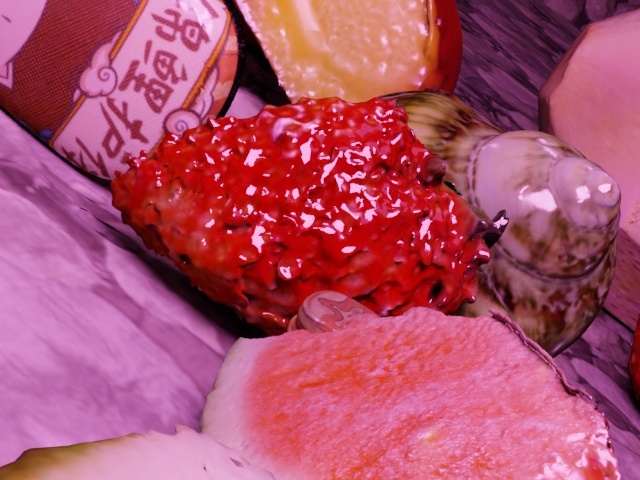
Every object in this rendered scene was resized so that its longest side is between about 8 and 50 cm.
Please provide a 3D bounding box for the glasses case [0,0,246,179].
[{"bbox_3d":[-0.176,-0.162,0.812,0.321,0.122,0.082,41,16,11],"label":"glasses case"}]

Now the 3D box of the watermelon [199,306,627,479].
[{"bbox_3d":[0.044,0.123,0.570,0.231,0.128,0.146,-127,-165,-67],"label":"watermelon"}]

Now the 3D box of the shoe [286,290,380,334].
[{"bbox_3d":[0.025,0.076,0.696,0.109,0.069,0.072,34,32,-3],"label":"shoe"}]

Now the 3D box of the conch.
[{"bbox_3d":[0.084,-0.011,0.868,0.187,0.181,0.124,66,14,3],"label":"conch"}]

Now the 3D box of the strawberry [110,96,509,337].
[{"bbox_3d":[0.004,0.000,0.742,0.192,0.140,0.085,40,15,-28],"label":"strawberry"}]

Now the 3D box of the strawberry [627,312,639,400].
[{"bbox_3d":[0.377,0.106,1.060,0.257,0.261,0.261,35,17,-11],"label":"strawberry"}]

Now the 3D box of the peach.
[{"bbox_3d":[0.009,-0.200,1.130,0.267,0.158,0.154,58,6,-1],"label":"peach"}]

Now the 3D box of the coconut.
[{"bbox_3d":[0.346,-0.069,1.293,0.352,0.352,0.352,34,17,-12],"label":"coconut"}]

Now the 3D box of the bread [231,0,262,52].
[{"bbox_3d":[-0.069,-0.255,1.252,0.241,0.136,0.107,38,17,-6],"label":"bread"}]

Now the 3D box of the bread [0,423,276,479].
[{"bbox_3d":[0.039,0.196,0.313,0.382,0.129,0.366,41,20,12],"label":"bread"}]
